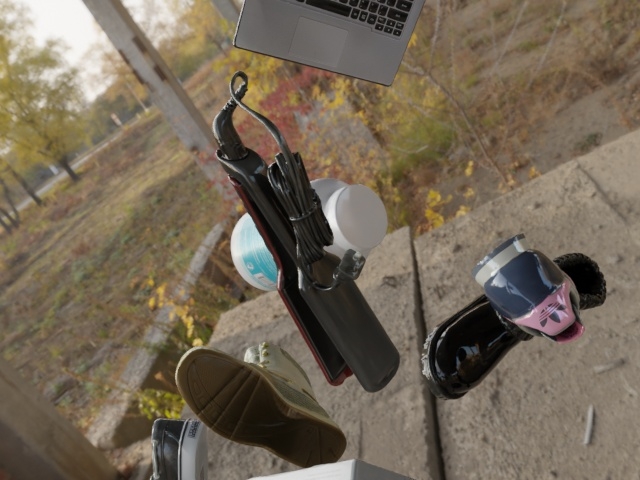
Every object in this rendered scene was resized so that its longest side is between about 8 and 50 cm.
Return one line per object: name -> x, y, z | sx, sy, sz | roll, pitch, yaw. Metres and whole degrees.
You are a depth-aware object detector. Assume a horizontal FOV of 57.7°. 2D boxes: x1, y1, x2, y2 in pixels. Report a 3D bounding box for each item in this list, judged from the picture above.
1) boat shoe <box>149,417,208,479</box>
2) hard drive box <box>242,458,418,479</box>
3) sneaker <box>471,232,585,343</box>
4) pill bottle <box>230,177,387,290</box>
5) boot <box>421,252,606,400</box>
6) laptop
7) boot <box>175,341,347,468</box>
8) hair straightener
boat shoe -> -0.265, 0.459, 1.044 | 0.105, 0.306, 0.113 | 5, 21, 3
hard drive box -> -0.010, 0.314, 0.464 | 0.181, 0.089, 0.232 | -30, 41, 42
sneaker -> 0.306, 0.092, 0.802 | 0.112, 0.319, 0.131 | -44, 60, 17
pill bottle -> -0.018, -0.008, 0.886 | 0.264, 0.146, 0.146 | -18, 25, 52
boot -> 0.365, 0.156, 1.103 | 0.348, 0.131, 0.260 | -38, 2, -38
laptop -> 0.097, -0.475, 1.054 | 0.236, 0.382, 0.408 | 56, 132, 49
boot -> -0.078, 0.164, 0.674 | 0.077, 0.213, 0.165 | -53, 22, 3
hair straightener -> 0.000, 0.000, 0.372 | 0.047, 0.230, 0.089 | -34, 19, -35
